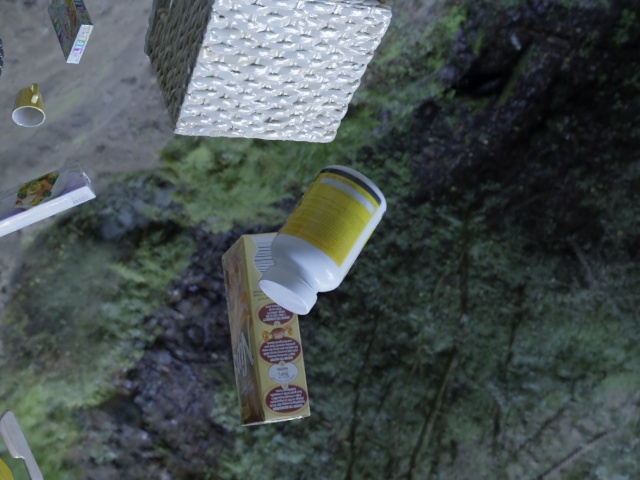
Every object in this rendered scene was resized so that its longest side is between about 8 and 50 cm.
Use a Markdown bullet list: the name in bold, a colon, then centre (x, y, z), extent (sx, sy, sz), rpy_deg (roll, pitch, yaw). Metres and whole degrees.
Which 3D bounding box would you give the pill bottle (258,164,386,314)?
- **pill bottle**: centre (0.000, 0.000, 1.203), extent (0.103, 0.184, 0.103), rpy_deg (28, 157, 13)

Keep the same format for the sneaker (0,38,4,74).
- **sneaker**: centre (-0.830, -0.355, 2.111), extent (0.146, 0.343, 0.134), rpy_deg (27, -169, 0)

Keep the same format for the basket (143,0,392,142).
- **basket**: centre (-0.096, -0.363, 1.601), extent (0.331, 0.266, 0.328), rpy_deg (0, 138, -26)

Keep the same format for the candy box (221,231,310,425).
- **candy box**: centre (-0.100, 0.158, 1.630), extent (0.088, 0.316, 0.183), rpy_deg (-3, 168, -18)

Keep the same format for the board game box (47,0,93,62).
- **board game box**: centre (-0.503, -0.447, 1.872), extent (0.026, 0.154, 0.103), rpy_deg (-4, 146, -37)

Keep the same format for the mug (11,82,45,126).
- **mug**: centre (-0.569, -0.271, 1.843), extent (0.078, 0.064, 0.062), rpy_deg (-23, 145, 20)

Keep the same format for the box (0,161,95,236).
- **box**: centre (-0.612, -0.061, 1.856), extent (0.067, 0.324, 0.063), rpy_deg (77, 169, -70)

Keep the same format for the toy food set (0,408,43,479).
- **toy food set**: centre (-0.438, 0.310, 1.100), extent (0.071, 0.218, 0.128), rpy_deg (4, 127, 38)
